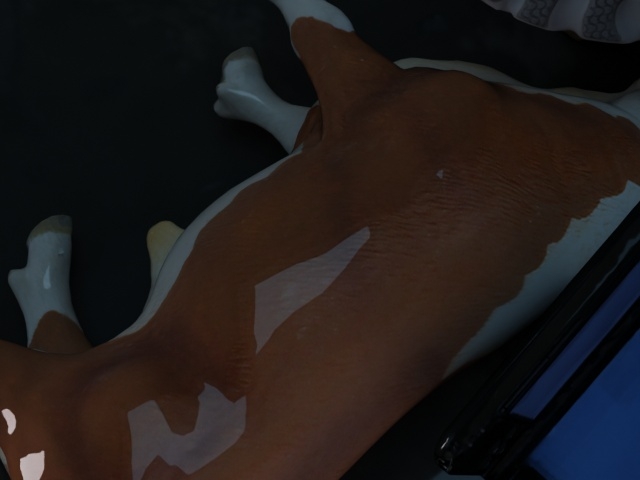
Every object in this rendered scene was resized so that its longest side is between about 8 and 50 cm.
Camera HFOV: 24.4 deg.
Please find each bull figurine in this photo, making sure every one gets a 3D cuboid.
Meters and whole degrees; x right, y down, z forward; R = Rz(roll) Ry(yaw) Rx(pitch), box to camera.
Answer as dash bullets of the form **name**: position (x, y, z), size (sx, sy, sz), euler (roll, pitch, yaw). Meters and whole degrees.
- **bull figurine**: position (0.000, 0.000, 0.531), size (0.310, 0.101, 0.188), euler (-40, 65, -18)

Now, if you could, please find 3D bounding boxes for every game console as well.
- **game console**: position (0.108, 0.047, 0.478), size (0.071, 0.107, 0.122), euler (41, 94, 18)

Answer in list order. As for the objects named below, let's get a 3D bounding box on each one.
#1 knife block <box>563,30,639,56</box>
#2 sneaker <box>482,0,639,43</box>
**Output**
- **knife block**: position (0.098, -0.145, 0.602), size (0.276, 0.088, 0.242), euler (0, 63, 2)
- **sneaker**: position (0.163, -0.153, 0.519), size (0.281, 0.105, 0.115), euler (-16, 45, -8)
